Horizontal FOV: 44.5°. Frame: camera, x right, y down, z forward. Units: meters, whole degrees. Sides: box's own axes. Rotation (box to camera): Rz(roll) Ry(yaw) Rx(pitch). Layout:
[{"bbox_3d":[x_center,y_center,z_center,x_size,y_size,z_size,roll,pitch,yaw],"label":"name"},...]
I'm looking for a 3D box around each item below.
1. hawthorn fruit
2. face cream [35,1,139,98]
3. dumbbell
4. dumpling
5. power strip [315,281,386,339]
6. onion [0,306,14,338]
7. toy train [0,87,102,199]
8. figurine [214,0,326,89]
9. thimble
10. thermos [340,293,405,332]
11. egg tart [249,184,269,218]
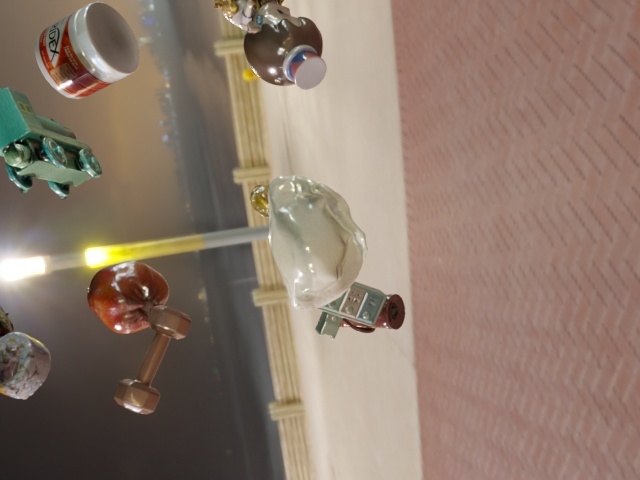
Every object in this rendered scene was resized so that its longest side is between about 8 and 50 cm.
[{"bbox_3d":[-0.598,0.160,2.355,0.261,0.224,0.224,13,121,34],"label":"hawthorn fruit"},{"bbox_3d":[-0.608,-0.493,2.043,0.201,0.187,0.201,42,-142,-46],"label":"face cream"},{"bbox_3d":[-0.359,0.255,1.678,0.092,0.082,0.230,3,68,54],"label":"dumbbell"},{"bbox_3d":[-0.004,-0.001,1.245,0.124,0.152,0.228,-111,6,-69],"label":"dumpling"},{"bbox_3d":[0.034,0.156,1.845,0.145,0.216,0.061,-67,23,6],"label":"power strip"},{"bbox_3d":[-0.863,0.226,2.031,0.117,0.119,0.118,57,174,-6],"label":"onion"},{"bbox_3d":[-0.582,-0.200,1.645,0.194,0.120,0.298,60,-173,7],"label":"toy train"},{"bbox_3d":[-0.077,-0.389,1.458,0.275,0.158,0.161,61,-159,14],"label":"figurine"},{"bbox_3d":[-0.757,0.314,1.959,0.151,0.127,0.118,-61,-20,-15],"label":"thimble"},{"bbox_3d":[0.106,0.186,2.108,0.232,0.099,0.124,-2,86,38],"label":"thermos"},{"bbox_3d":[-0.149,-0.123,2.344,0.049,0.129,0.128,-53,43,48],"label":"egg tart"}]
